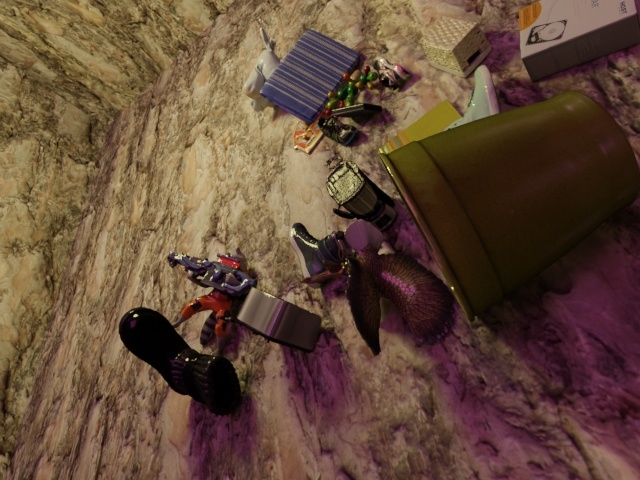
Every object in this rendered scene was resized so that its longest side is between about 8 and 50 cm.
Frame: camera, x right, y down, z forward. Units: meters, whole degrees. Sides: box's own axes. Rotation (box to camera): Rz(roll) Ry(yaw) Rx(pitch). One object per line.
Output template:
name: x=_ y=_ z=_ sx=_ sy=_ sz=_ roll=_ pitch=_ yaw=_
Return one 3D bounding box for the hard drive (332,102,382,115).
hard drive: x=0.118 y=-0.422 z=1.449 sx=0.135 sy=0.094 sz=0.022 roll=3 pitch=99 yaw=45

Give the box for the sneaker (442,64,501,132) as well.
sneaker: x=0.375 y=-0.331 z=1.135 sx=0.151 sy=0.094 sz=0.255 roll=-14 pitch=57 yaw=29

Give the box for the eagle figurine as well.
eagle figurine: x=0.131 y=0.111 z=1.011 sx=0.226 sy=0.225 sz=0.298 roll=-46 pitch=30 yaw=-6

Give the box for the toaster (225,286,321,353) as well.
toaster: x=-0.116 y=0.208 z=1.170 sx=0.168 sy=0.186 sz=0.110 roll=13 pitch=78 yaw=48

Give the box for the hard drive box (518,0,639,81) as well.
hard drive box: x=0.604 y=-0.509 z=1.053 sx=0.232 sy=0.089 sz=0.181 roll=-12 pitch=56 yaw=37

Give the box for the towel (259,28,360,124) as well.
towel: x=-0.037 y=-0.604 z=1.635 sx=0.243 sy=0.040 sz=0.336 roll=32 pitch=77 yaw=10

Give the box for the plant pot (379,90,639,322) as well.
plant pot: x=0.352 y=-0.090 z=0.840 sx=0.353 sy=0.366 sz=0.366 roll=-29 pitch=46 yaw=11

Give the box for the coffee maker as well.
coffee maker: x=0.110 y=-0.126 z=1.187 sx=0.120 sy=0.178 sz=0.171 roll=-23 pitch=52 yaw=28

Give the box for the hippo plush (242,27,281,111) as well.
hippo plush: x=-0.143 y=-0.642 z=1.801 sx=0.237 sy=0.234 sz=0.294 roll=21 pitch=94 yaw=18

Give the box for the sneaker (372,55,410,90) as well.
sneaker: x=0.213 y=-0.546 z=1.463 sx=0.077 sy=0.072 sz=0.178 roll=-55 pitch=34 yaw=15

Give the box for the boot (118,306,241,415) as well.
boot: x=-0.385 y=0.329 z=1.244 sx=0.260 sy=0.348 sz=0.131 roll=-1 pitch=42 yaw=48

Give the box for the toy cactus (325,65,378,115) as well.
toy cactus: x=0.105 y=-0.532 z=1.533 sx=0.219 sy=0.112 sz=0.180 roll=-37 pitch=26 yaw=43

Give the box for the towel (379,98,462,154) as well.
towel: x=0.281 y=-0.296 z=1.266 sx=0.237 sy=0.021 sz=0.102 roll=-35 pitch=50 yaw=19

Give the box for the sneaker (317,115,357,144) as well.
sneaker: x=0.050 y=-0.370 z=1.486 sx=0.188 sy=0.078 sz=0.067 roll=32 pitch=87 yaw=49

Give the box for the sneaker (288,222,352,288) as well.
sneaker: x=0.002 y=0.001 z=1.262 sx=0.163 sy=0.086 sz=0.226 roll=-45 pitch=50 yaw=27

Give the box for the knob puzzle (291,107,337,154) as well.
knob puzzle: x=-0.045 y=-0.418 z=1.645 sx=0.213 sy=0.030 sz=0.213 roll=-24 pitch=49 yaw=31

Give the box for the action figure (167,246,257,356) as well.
action figure: x=-0.358 y=0.162 z=1.444 sx=0.341 sy=0.178 sz=0.330 roll=25 pitch=75 yaw=24

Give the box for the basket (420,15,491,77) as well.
basket: x=0.383 y=-0.562 z=1.283 sx=0.113 sy=0.103 sz=0.167 roll=-47 pitch=40 yaw=7
